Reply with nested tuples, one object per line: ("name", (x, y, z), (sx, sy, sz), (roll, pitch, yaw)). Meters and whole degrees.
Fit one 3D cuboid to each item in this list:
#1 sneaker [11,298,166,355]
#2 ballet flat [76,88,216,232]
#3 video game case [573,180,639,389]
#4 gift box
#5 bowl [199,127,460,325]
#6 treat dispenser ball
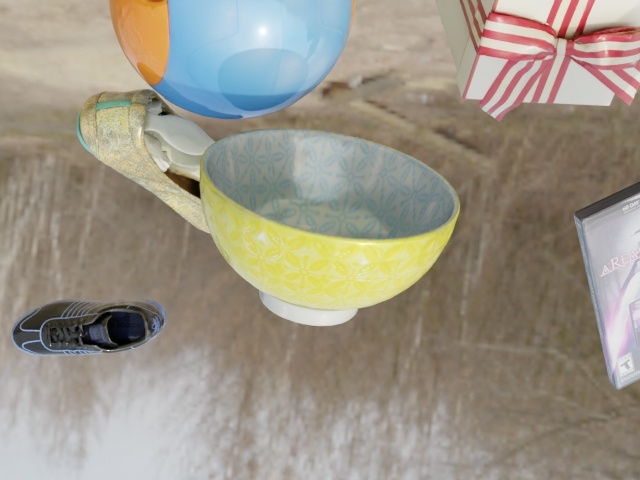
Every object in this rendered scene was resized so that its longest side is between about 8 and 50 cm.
("sneaker", (-0.343, 0.126, 1.756), (0.232, 0.081, 0.090), (-9, -174, 4))
("ballet flat", (-0.162, -0.095, 1.546), (0.123, 0.123, 0.348), (7, 164, 35))
("video game case", (0.423, 0.039, 1.486), (0.196, 0.274, 0.026), (-25, -146, -7))
("gift box", (0.314, -0.319, 1.680), (0.255, 0.276, 0.258), (-2, -134, -8))
("bowl", (0.000, 0.000, 1.347), (0.289, 0.156, 0.289), (8, -154, -4))
("treat dispenser ball", (-0.102, -0.285, 1.412), (0.288, 0.288, 0.288), (7, 180, 0))
